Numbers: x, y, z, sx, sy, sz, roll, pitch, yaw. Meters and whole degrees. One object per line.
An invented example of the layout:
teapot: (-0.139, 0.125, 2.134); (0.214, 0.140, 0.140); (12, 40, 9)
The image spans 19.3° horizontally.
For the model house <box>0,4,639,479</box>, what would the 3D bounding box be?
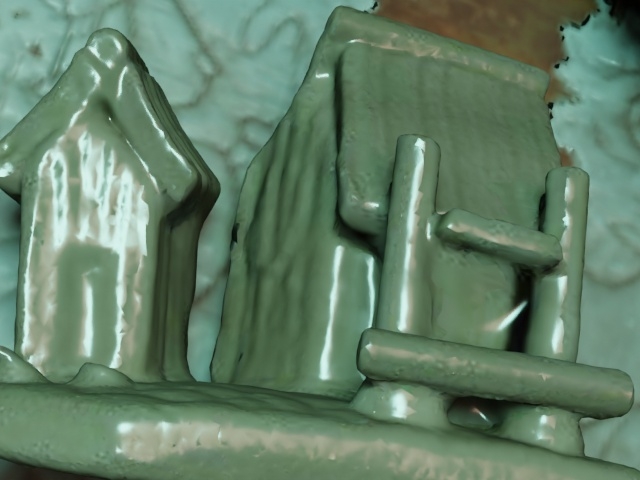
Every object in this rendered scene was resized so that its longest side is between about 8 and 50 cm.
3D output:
model house: (-0.002, 0.007, 0.641); (0.229, 0.122, 0.188); (8, 70, -10)
